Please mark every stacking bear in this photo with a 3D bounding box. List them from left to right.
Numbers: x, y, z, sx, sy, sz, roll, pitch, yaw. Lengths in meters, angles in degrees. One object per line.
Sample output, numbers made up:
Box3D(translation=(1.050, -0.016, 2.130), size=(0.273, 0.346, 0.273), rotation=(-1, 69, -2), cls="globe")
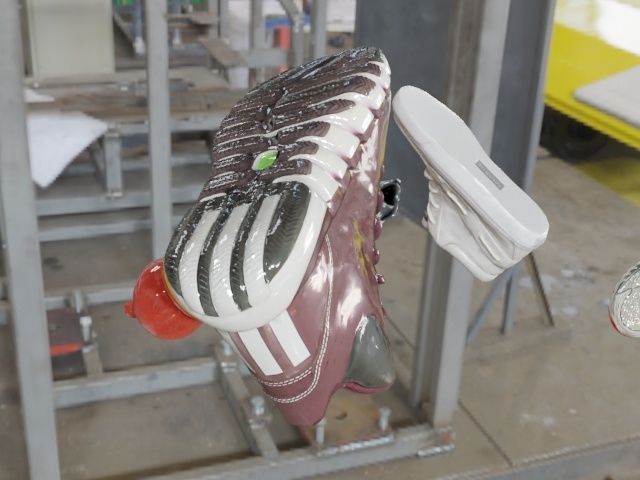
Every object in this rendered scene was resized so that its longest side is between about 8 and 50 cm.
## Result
Box3D(translation=(-0.143, 0.037, 1.198), size=(0.175, 0.289, 0.164), rotation=(15, 50, -44), cls="stacking bear")

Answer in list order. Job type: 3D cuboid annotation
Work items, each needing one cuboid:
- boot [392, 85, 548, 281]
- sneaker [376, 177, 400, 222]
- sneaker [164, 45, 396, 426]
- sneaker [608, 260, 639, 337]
Box3D(translation=(0.157, -0.064, 1.125), size=(0.258, 0.123, 0.095), rotation=(50, 39, 10), cls="boot")
Box3D(translation=(0.046, -0.022, 0.865), size=(0.038, 0.098, 0.069), rotation=(34, -18, -12), cls="sneaker")
Box3D(translation=(0.000, 0.000, 0.564), size=(0.106, 0.162, 0.281), rotation=(-9, 32, 25), cls="sneaker")
Box3D(translation=(0.449, 0.041, 1.081), size=(0.225, 0.088, 0.093), rotation=(-35, -7, 8), cls="sneaker")
